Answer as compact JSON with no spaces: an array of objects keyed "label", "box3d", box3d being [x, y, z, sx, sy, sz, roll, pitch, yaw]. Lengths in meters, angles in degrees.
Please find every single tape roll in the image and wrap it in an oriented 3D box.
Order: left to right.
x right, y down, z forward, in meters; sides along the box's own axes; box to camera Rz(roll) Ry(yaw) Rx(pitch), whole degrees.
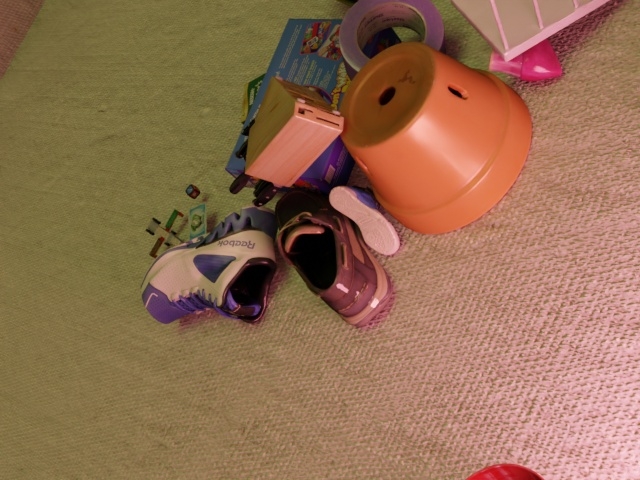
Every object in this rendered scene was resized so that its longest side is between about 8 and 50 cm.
[{"label":"tape roll","box3d":[0.130,-0.352,1.830,0.188,0.080,0.189,-3,69,9]}]

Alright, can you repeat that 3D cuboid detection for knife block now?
[{"label":"knife block","box3d":[-0.072,-0.144,1.728,0.276,0.088,0.242,-125,53,-64]}]

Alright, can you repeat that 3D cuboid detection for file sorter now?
[{"label":"file sorter","box3d":[0.348,-0.460,1.607,0.277,0.173,0.193,-31,49,1]}]

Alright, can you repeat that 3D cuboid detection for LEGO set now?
[{"label":"LEGO set","box3d":[-0.288,0.010,2.113,0.182,0.060,0.244,-21,59,31]}]

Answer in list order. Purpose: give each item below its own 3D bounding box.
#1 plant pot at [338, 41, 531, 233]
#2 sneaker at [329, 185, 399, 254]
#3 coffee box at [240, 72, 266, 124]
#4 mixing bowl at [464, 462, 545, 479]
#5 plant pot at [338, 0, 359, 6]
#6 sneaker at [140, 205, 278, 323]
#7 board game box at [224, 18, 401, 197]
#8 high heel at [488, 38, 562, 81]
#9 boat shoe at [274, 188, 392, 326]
[{"label":"plant pot","box3d":[0.163,-0.183,1.648,0.290,0.203,0.291,-27,46,32]},{"label":"sneaker","box3d":[0.089,-0.039,1.737,0.152,0.084,0.058,42,115,17]},{"label":"coffee box","box3d":[-0.086,-0.312,2.123,0.184,0.040,0.113,-22,49,34]},{"label":"mixing bowl","box3d":[0.241,0.377,1.249,0.181,0.098,0.182,-25,47,31]},{"label":"plant pot","box3d":[0.049,-0.591,2.001,0.207,0.227,0.228,177,113,-83]},{"label":"sneaker","box3d":[-0.199,0.084,1.880,0.315,0.127,0.182,-34,46,22]},{"label":"board game box","box3d":[-0.013,-0.260,1.946,0.233,0.078,0.347,9,70,36]},{"label":"high heel","box3d":[0.354,-0.358,1.704,0.117,0.082,0.244,11,46,8]},{"label":"boat shoe","box3d":[0.000,0.000,1.740,0.132,0.130,0.355,-49,39,7]}]
